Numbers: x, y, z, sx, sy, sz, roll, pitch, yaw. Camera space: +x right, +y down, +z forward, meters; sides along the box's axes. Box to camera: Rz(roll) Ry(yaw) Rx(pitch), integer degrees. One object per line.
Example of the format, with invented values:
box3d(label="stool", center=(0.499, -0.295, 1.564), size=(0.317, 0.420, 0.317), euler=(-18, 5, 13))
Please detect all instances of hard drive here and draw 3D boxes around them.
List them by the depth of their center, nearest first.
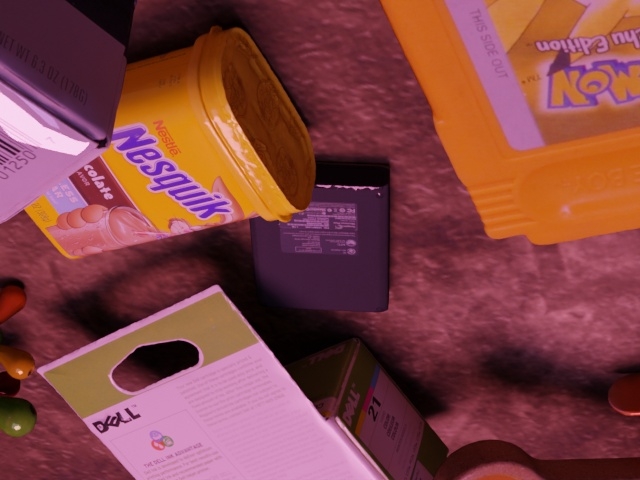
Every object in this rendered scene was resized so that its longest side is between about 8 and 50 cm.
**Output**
box3d(label="hard drive", center=(0.000, 0.000, 1.098), size=(0.094, 0.022, 0.135), euler=(2, 140, 4))

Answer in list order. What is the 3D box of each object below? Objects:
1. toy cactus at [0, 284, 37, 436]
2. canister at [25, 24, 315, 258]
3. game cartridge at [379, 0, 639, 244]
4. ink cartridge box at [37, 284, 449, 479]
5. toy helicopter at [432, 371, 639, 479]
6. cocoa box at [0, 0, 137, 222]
box3d(label="toy cactus", center=(-0.311, 0.074, 1.184), size=(0.219, 0.112, 0.180), euler=(28, 154, -28))
box3d(label="canister", center=(-0.105, -0.055, 1.005), size=(0.169, 0.073, 0.126), euler=(-13, 134, 23))
box3d(label="game cartridge", center=(0.188, -0.125, 0.906), size=(0.285, 0.053, 0.324), euler=(-11, 136, 19))
box3d(label="ink cartridge box", center=(-0.053, 0.130, 1.207), size=(0.188, 0.097, 0.255), euler=(-25, 115, 31))
box3d(label="toy helicopter", center=(0.256, 0.178, 1.183), size=(0.355, 0.140, 0.235), euler=(3, 119, -15))
box3d(label="cocoa box", center=(-0.284, -0.113, 0.837), size=(0.231, 0.228, 0.347), euler=(35, 132, -31))
